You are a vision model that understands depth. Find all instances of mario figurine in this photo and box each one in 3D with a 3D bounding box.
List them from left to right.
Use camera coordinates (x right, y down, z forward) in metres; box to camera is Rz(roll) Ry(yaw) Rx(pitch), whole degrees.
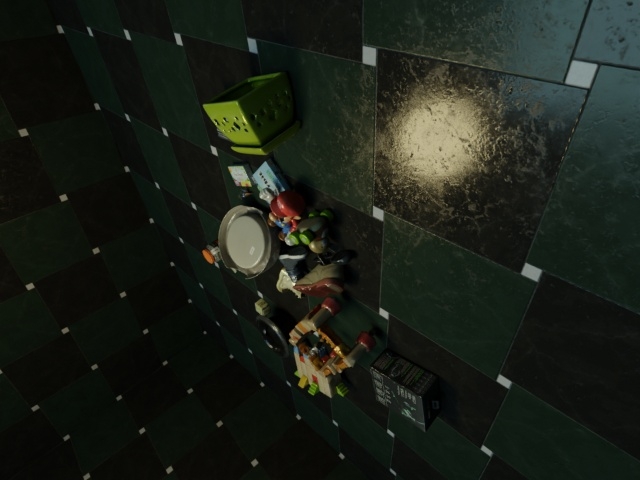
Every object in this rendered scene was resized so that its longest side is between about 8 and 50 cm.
[{"bbox_3d":[-0.172,-0.095,1.648,0.198,0.170,0.320,18,159,-4],"label":"mario figurine"}]

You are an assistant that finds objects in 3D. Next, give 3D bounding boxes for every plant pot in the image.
[{"bbox_3d":[-0.218,-0.422,1.368,0.227,0.228,0.207,15,140,46],"label":"plant pot"}]

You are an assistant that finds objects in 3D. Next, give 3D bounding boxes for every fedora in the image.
[{"bbox_3d":[-0.248,0.545,2.432,0.334,0.152,0.334,34,144,29],"label":"fedora"}]

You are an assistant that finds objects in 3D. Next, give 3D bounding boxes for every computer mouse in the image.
[{"bbox_3d":[0.050,0.080,1.654,0.041,0.071,0.242,53,152,-18],"label":"computer mouse"}]

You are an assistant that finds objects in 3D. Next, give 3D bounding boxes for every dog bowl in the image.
[{"bbox_3d":[-0.334,0.006,1.921,0.348,0.102,0.349,3,95,36],"label":"dog bowl"}]

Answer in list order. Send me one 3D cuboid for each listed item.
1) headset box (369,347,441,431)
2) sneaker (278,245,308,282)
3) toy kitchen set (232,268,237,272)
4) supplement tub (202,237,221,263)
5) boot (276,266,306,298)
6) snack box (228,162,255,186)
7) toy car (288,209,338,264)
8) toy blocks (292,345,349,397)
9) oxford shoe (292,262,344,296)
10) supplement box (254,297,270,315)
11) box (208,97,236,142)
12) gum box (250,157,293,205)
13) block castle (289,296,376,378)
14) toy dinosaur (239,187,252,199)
[{"bbox_3d":[0.372,0.640,1.721,0.283,0.131,0.246,20,135,43],"label":"headset box"},{"bbox_3d":[-0.100,0.117,1.867,0.226,0.086,0.163,-6,113,58],"label":"sneaker"},{"bbox_3d":[-0.459,0.042,2.198,0.207,0.166,0.122,50,149,5],"label":"toy kitchen set"},{"bbox_3d":[-0.581,0.046,2.342,0.117,0.190,0.117,33,143,29],"label":"supplement tub"},{"bbox_3d":[-0.140,0.240,2.060,0.165,0.077,0.213,39,144,19],"label":"boot"},{"bbox_3d":[-0.360,-0.301,1.848,0.141,0.037,0.100,10,127,49],"label":"snack box"},{"bbox_3d":[0.000,0.000,1.571,0.149,0.155,0.188,0,130,53],"label":"toy car"},{"bbox_3d":[-0.022,0.713,2.308,0.381,0.190,0.261,13,120,48],"label":"toy blocks"},{"bbox_3d":[-0.002,0.171,1.775,0.123,0.130,0.348,26,155,-30],"label":"oxford shoe"},{"bbox_3d":[-0.373,0.430,2.579,0.083,0.056,0.083,34,144,28],"label":"supplement box"},{"bbox_3d":[-0.346,-0.482,1.597,0.156,0.093,0.158,28,140,36],"label":"box"},{"bbox_3d":[-0.209,-0.243,1.700,0.157,0.041,0.184,56,149,-6],"label":"gum box"},{"bbox_3d":[0.050,0.452,1.895,0.303,0.213,0.453,45,150,6],"label":"block castle"},{"bbox_3d":[-0.365,-0.216,1.941,0.090,0.047,0.082,30,162,16],"label":"toy dinosaur"}]
